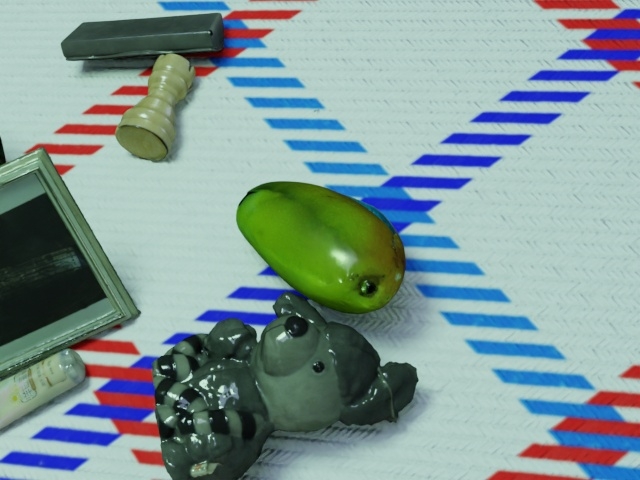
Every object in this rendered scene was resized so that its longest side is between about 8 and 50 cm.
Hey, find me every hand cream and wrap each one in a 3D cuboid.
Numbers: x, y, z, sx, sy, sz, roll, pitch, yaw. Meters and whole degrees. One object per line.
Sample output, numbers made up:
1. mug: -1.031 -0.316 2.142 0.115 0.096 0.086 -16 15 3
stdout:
1. hand cream: -0.315 0.159 1.264 0.143 0.039 0.061 -28 60 2

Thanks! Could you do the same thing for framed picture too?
1. framed picture: -0.362 0.056 1.227 0.293 0.231 0.018 -25 34 -1

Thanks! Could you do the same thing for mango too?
1. mango: 0.000 0.000 1.235 0.233 0.125 0.111 30 96 49

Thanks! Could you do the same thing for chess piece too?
1. chess piece: -0.187 -0.159 1.406 0.066 0.066 0.122 9 57 19

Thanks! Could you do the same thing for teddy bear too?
1. teddy bear: -0.051 0.123 1.160 0.251 0.144 0.171 -28 46 -6

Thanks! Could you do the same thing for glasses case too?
1. glasses case: -0.213 -0.244 1.460 0.191 0.042 0.072 -2 22 13

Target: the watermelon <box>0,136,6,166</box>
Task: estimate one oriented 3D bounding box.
1. watermelon: -0.520 -0.062 1.297 0.360 0.279 0.278 -3 59 13
